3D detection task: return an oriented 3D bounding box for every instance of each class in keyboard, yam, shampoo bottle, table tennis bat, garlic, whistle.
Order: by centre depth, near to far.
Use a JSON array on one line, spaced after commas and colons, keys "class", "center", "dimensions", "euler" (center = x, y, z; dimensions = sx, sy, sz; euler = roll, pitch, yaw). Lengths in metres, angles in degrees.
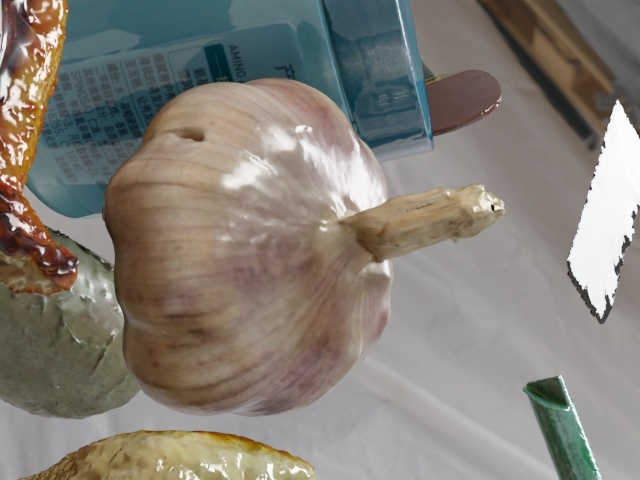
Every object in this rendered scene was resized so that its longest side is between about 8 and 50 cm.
[{"class": "garlic", "center": [0.000, 0.000, 0.742], "dimensions": [0.253, 0.245, 0.245], "euler": [-4, 166, 26]}, {"class": "keyboard", "center": [0.233, -0.027, 0.889], "dimensions": [0.015, 0.196, 0.074], "euler": [-15, 127, 41]}, {"class": "whistle", "center": [0.221, 0.205, 0.925], "dimensions": [0.039, 0.186, 0.039], "euler": [-21, 179, 0]}, {"class": "shampoo bottle", "center": [-0.097, -0.202, 0.969], "dimensions": [0.343, 0.331, 0.331], "euler": [-12, 155, 9]}, {"class": "yam", "center": [-0.299, 0.050, 0.986], "dimensions": [0.168, 0.168, 0.304], "euler": [-43, 129, 16]}, {"class": "table tennis bat", "center": [0.145, -0.193, 1.417], "dimensions": [0.154, 0.274, 0.021], "euler": [-19, 116, 2]}]

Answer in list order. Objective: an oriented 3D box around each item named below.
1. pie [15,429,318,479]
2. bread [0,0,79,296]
[{"class": "pie", "center": [-0.097, 0.168, 0.663], "dimensions": [0.205, 0.084, 0.179], "euler": [-31, 131, 33]}, {"class": "bread", "center": [-0.202, -0.083, 0.576], "dimensions": [0.140, 0.268, 0.095], "euler": [-3, 161, -11]}]
